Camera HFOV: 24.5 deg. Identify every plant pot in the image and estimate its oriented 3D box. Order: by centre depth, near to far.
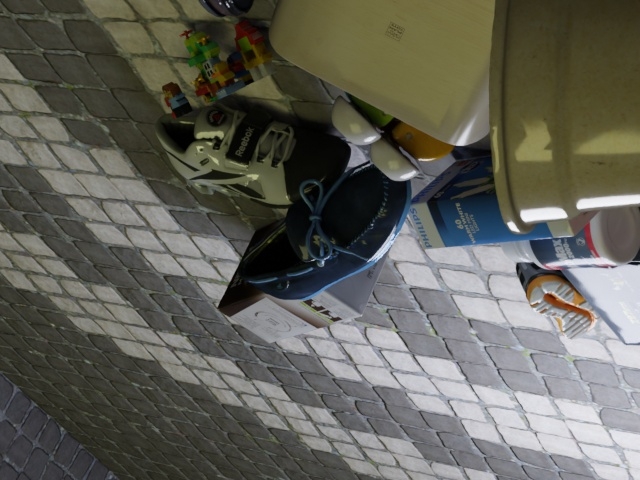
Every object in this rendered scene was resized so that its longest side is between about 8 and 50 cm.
[{"bbox_3d":[0.353,-0.162,1.472,0.305,0.334,0.334,4,149,19],"label":"plant pot"}]

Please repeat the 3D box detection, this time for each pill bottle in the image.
[{"bbox_3d":[0.339,-0.014,2.024,0.180,0.108,0.108,-5,142,47],"label":"pill bottle"}]

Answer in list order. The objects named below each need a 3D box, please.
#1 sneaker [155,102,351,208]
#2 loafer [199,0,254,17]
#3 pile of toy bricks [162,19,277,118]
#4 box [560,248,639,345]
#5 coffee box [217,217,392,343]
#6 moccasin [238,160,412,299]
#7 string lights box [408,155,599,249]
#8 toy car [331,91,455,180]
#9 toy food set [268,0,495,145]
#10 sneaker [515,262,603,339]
[{"bbox_3d":[-0.113,-0.134,2.164,0.330,0.122,0.146,3,149,37],"label":"sneaker"},{"bbox_3d":[-0.109,-0.370,1.739,0.095,0.109,0.302,11,149,17],"label":"loafer"},{"bbox_3d":[-0.158,-0.246,2.036,0.212,0.118,0.105,-11,106,63],"label":"pile of toy bricks"},{"bbox_3d":[0.474,0.073,2.128,0.183,0.059,0.233,0,145,43],"label":"box"},{"bbox_3d":[-0.025,0.050,2.387,0.119,0.168,0.297,34,152,-20],"label":"coffee box"},{"bbox_3d":[0.000,0.000,2.079,0.117,0.138,0.342,10,143,-31],"label":"moccasin"},{"bbox_3d":[0.255,-0.058,1.963,0.259,0.133,0.077,-6,116,46],"label":"string lights box"},{"bbox_3d":[0.098,-0.182,1.901,0.182,0.159,0.136,40,-172,-33],"label":"toy car"},{"bbox_3d":[0.101,-0.267,1.735,0.306,0.092,0.220,28,133,3],"label":"toy food set"},{"bbox_3d":[0.367,0.082,2.226,0.215,0.084,0.083,36,-163,-48],"label":"sneaker"}]
